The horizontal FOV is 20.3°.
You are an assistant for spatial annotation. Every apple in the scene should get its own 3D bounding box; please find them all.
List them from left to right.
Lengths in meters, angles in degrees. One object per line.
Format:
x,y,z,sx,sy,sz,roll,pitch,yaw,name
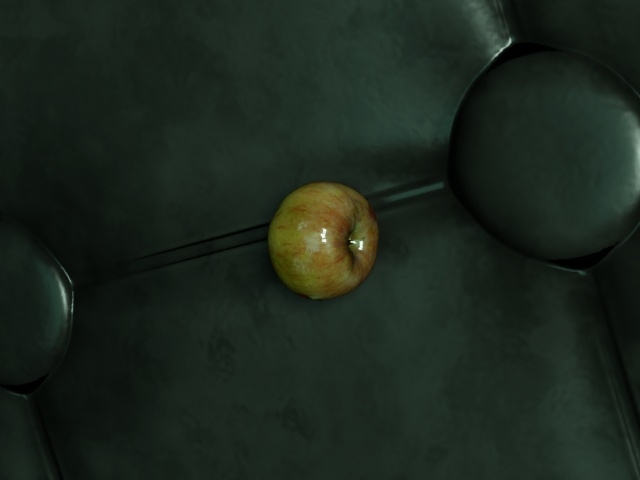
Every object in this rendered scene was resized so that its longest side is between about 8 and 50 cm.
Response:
0.000,0.000,1.240,0.071,0.084,0.084,8,107,36,apple
